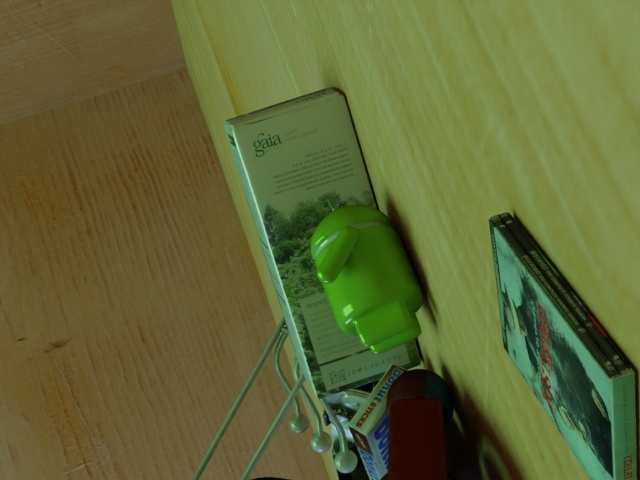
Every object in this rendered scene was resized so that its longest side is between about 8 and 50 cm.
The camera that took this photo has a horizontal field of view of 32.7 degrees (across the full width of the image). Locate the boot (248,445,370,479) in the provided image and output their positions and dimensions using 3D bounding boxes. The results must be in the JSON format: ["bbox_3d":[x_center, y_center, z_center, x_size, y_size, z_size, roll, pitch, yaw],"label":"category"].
[{"bbox_3d":[0.006,0.384,1.187,0.096,0.264,0.280,-165,59,-70],"label":"boot"}]

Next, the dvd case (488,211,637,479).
[{"bbox_3d":[0.108,0.053,0.491,0.119,0.013,0.087,-115,9,-52],"label":"dvd case"}]

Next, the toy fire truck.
[{"bbox_3d":[0.069,0.237,0.790,0.302,0.169,0.254,81,-172,-50],"label":"toy fire truck"}]

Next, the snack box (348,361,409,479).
[{"bbox_3d":[0.061,0.168,0.922,0.022,0.064,0.178,29,159,25],"label":"snack box"}]

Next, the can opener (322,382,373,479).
[{"bbox_3d":[0.056,0.237,1.299,0.280,0.074,0.093,82,-157,-49],"label":"can opener"}]

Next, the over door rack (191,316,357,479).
[{"bbox_3d":[-0.059,0.205,1.079,0.108,0.324,0.239,42,171,-8],"label":"over door rack"}]

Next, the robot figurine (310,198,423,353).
[{"bbox_3d":[0.033,0.024,0.802,0.101,0.067,0.115,40,-154,-63],"label":"robot figurine"}]

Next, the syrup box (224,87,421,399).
[{"bbox_3d":[0.000,0.000,0.907,0.096,0.093,0.236,-139,32,-79],"label":"syrup box"}]
